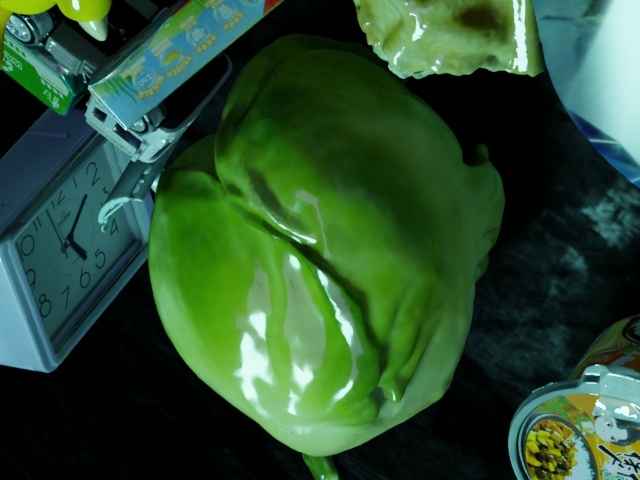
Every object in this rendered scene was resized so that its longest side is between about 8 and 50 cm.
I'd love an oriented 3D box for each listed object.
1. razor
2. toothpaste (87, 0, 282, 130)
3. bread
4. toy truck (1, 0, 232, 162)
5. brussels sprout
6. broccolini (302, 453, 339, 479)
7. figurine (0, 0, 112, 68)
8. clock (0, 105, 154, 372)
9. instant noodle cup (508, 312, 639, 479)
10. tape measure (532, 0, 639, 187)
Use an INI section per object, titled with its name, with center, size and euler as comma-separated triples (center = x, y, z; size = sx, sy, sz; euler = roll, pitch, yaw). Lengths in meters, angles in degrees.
[razor]
center = -0.065, 0.004, 1.398
size = 0.232, 0.106, 0.068
euler = 39, 141, -15
[toothpaste]
center = -0.074, -0.153, 1.178
size = 0.193, 0.070, 0.044
euler = -39, 106, 10
[bread]
center = 0.076, -0.231, 1.018
size = 0.130, 0.152, 0.268
euler = 17, 135, 35
[toy truck]
center = -0.195, -0.169, 1.307
size = 0.253, 0.114, 0.124
euler = 39, 153, -2
[brussels sprout]
center = 0.000, 0.000, 1.242
size = 0.259, 0.227, 0.294
euler = -13, 94, 50
[broccolini]
center = -0.015, 0.145, 1.522
size = 0.216, 0.058, 0.067
euler = 63, 175, -36
[figurine]
center = -0.142, -0.244, 1.099
size = 0.343, 0.187, 0.215
euler = -22, 142, 29
[clock]
center = -0.220, -0.005, 1.409
size = 0.073, 0.193, 0.145
euler = 10, 133, 27
[instant noodle cup]
center = 0.243, 0.134, 1.252
size = 0.177, 0.125, 0.208
euler = 27, 139, 14
[tape measure]
center = 0.264, -0.138, 0.976
size = 0.259, 0.138, 0.262
euler = 11, 133, 30
